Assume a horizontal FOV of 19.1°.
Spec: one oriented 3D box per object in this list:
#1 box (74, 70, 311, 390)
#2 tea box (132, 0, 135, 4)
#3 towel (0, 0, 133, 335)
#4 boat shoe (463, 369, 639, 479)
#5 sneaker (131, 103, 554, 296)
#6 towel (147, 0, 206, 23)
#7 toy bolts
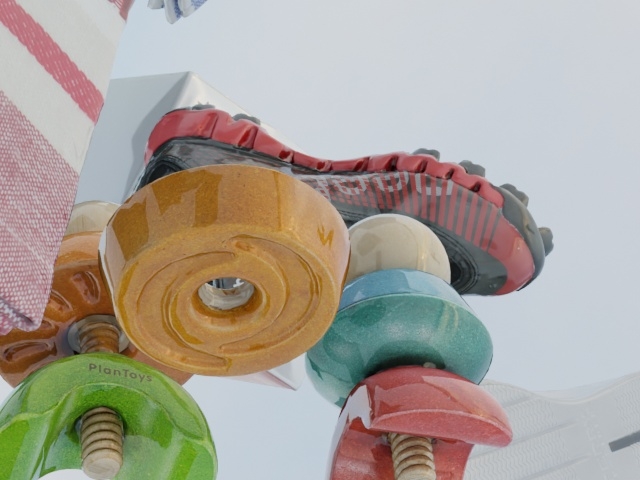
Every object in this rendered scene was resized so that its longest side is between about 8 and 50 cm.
[{"bbox_3d":[-0.151,-0.009,1.588,0.345,0.215,0.168,2,-119,56],"label":"box"},{"bbox_3d":[-0.323,-0.285,1.374,0.220,0.329,0.323,-50,-130,50],"label":"tea box"},{"bbox_3d":[-0.129,-0.159,0.547,0.037,0.237,0.329,-19,-140,26],"label":"towel"},{"bbox_3d":[0.122,0.160,1.260,0.119,0.335,0.121,-28,-108,39],"label":"boat shoe"},{"bbox_3d":[0.000,0.000,1.176,0.276,0.097,0.135,13,-137,17],"label":"sneaker"},{"bbox_3d":[-0.001,-0.273,1.130,0.034,0.209,0.285,36,-118,14],"label":"towel"},{"bbox_3d":[-0.020,0.020,0.852,0.158,0.228,0.218,-96,-154,-45],"label":"toy bolts"}]
